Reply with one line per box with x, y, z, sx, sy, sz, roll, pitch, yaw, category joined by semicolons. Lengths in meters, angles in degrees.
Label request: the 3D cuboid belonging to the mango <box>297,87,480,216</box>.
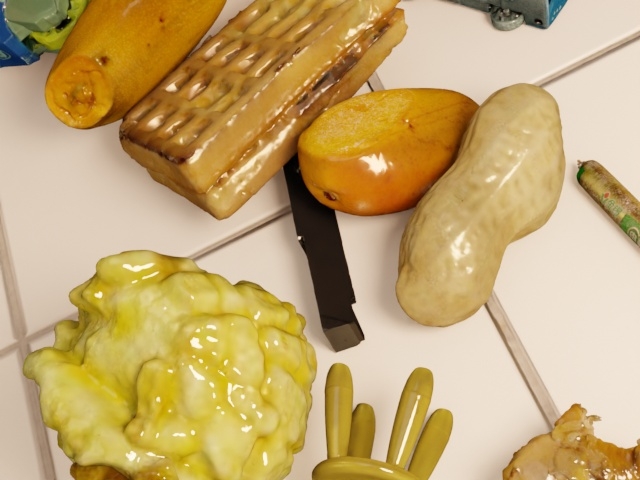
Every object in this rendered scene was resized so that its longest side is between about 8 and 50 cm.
0.081;-0.099;1.266;0.217;0.102;0.141;-26;44;-17;mango

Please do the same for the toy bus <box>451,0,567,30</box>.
0.184;-0.347;1.389;0.246;0.113;0.134;26;66;32;toy bus

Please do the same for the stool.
0.057;0.185;1.086;0.135;0.134;0.110;24;59;-15;stool

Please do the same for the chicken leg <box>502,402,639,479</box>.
0.262;0.202;1.012;0.208;0.085;0.101;-2;45;11;chicken leg

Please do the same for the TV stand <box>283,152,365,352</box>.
0.000;0.000;1.271;0.040;0.049;0.256;-18;52;8;TV stand

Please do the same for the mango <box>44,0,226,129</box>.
-0.223;-0.270;1.463;0.144;0.187;0.359;33;64;-3;mango

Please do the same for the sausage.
0.329;0.004;1.142;0.033;0.033;0.269;-33;52;-2;sausage

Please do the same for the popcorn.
-0.144;0.136;1.116;0.293;0.293;0.237;9;80;27;popcorn

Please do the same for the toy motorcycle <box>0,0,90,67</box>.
-0.428;-0.341;1.596;0.200;0.191;0.326;-34;53;7;toy motorcycle

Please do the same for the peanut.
0.166;-0.032;1.188;0.274;0.125;0.111;-57;18;-11;peanut

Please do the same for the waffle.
-0.067;-0.184;1.362;0.328;0.098;0.224;-44;35;-12;waffle
